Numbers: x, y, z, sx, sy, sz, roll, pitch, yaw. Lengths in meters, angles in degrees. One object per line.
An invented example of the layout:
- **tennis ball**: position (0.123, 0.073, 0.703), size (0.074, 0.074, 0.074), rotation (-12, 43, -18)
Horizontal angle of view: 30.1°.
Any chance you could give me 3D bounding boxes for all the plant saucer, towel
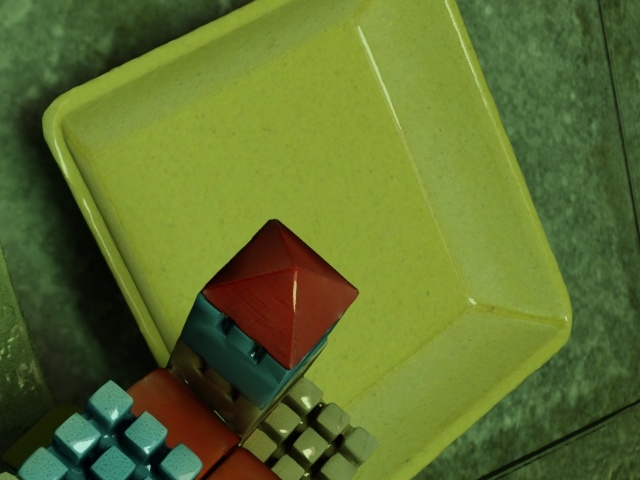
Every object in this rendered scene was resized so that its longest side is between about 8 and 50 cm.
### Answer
- **plant saucer**: position (0.000, 0.000, 0.812), size (0.333, 0.081, 0.333), rotation (-34, 107, -34)
- **towel**: position (-0.217, 0.052, 0.675), size (0.110, 0.027, 0.148), rotation (-24, 102, -35)

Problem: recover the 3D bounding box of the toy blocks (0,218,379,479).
- **toy blocks**: position (-0.100, 0.156, 0.499), size (0.190, 0.261, 0.381), rotation (41, 61, 6)
